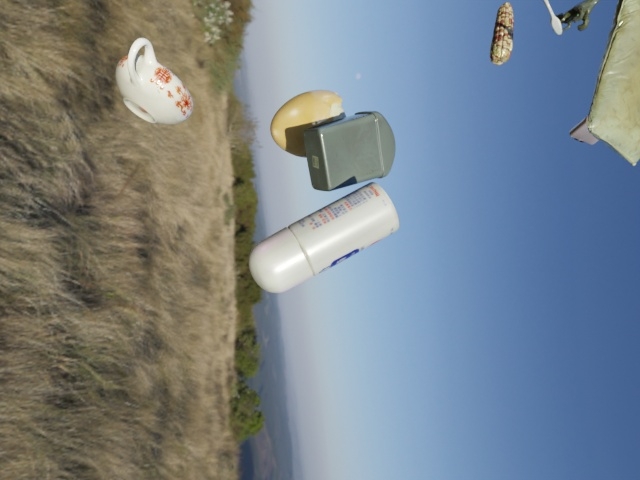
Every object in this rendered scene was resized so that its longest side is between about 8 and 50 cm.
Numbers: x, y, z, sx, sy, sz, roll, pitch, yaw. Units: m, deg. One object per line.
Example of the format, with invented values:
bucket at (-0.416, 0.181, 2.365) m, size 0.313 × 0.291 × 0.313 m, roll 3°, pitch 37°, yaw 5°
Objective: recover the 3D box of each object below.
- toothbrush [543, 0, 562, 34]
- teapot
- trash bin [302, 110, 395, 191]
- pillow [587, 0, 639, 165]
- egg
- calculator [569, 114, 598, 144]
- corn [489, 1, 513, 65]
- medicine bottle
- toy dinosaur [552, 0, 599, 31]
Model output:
toothbrush at (0.661, -0.799, 1.508) m, size 0.375 × 0.028 × 0.037 m, roll 52°, pitch 25°, yaw -23°
teapot at (-0.331, -0.302, 0.972) m, size 0.159 × 0.116 × 0.245 m, roll 42°, pitch -16°, yaw 3°
trash bin at (0.080, -0.232, 1.263) m, size 0.101 × 0.236 × 0.176 m, roll 19°, pitch -57°, yaw 53°
pillow at (0.612, -0.320, 0.968) m, size 0.075 × 0.185 × 0.302 m, roll 10°, pitch -98°, yaw 60°
egg at (-0.030, -0.346, 1.478) m, size 0.201 × 0.245 × 0.200 m, roll 168°, pitch -90°, yaw -81°
calculator at (0.951, -0.388, 1.733) m, size 0.032 × 0.100 × 0.175 m, roll -63°, pitch 174°, yaw -7°
corn at (0.663, -0.754, 1.793) m, size 0.079 × 0.080 × 0.236 m, roll 110°, pitch -10°, yaw -76°
medicine bottle at (0.000, 0.000, 1.101) m, size 0.130 × 0.341 × 0.130 m, roll 60°, pitch -9°, yaw 16°
toy dinosaur at (0.925, -0.852, 1.782) m, size 0.187 × 0.087 × 0.178 m, roll 4°, pitch -102°, yaw 44°
